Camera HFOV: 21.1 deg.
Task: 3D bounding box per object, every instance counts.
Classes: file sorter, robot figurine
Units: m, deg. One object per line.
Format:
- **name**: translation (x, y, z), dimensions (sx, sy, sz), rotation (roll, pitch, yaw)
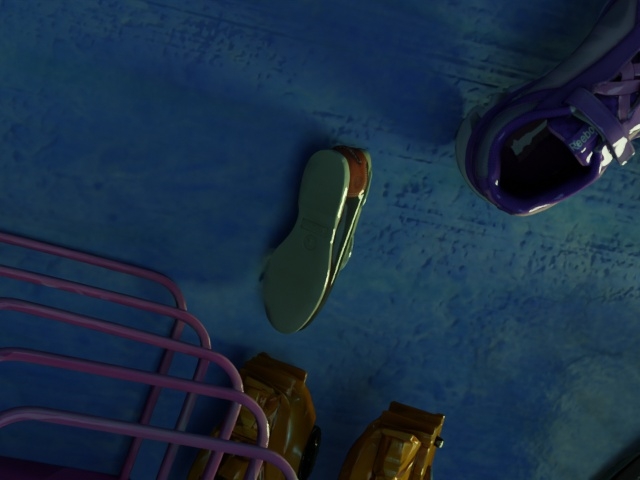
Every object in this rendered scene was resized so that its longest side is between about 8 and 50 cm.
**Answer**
- **file sorter**: translation (-0.154, 0.130, 1.026), dimensions (0.202, 0.290, 0.182), rotation (14, 104, -23)
- **robot figurine**: translation (-0.024, 0.237, 1.192), dimensions (0.211, 0.085, 0.291), rotation (18, 101, 13)

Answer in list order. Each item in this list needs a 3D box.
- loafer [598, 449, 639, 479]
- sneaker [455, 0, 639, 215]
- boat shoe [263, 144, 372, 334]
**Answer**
- **loafer**: translation (0.270, 0.207, 1.316), dimensions (0.096, 0.084, 0.267), rotation (32, 99, -27)
- **sneaker**: translation (0.186, -0.092, 1.111), dimensions (0.236, 0.104, 0.095), rotation (-40, 97, 19)
- **boat shoe**: translation (0.000, 0.000, 1.160), dimensions (0.043, 0.049, 0.137), rotation (-13, 124, -58)
